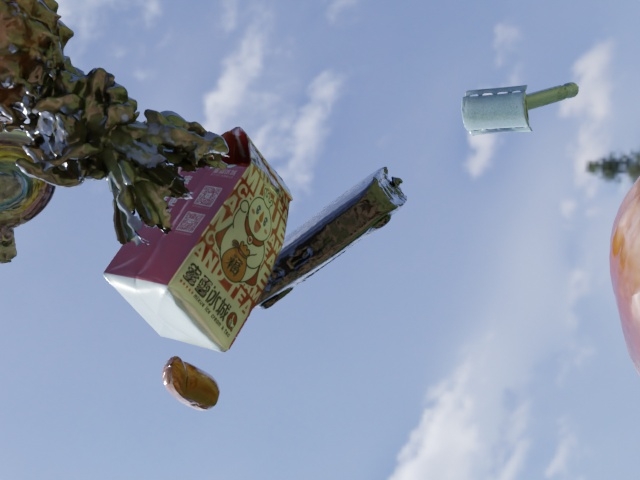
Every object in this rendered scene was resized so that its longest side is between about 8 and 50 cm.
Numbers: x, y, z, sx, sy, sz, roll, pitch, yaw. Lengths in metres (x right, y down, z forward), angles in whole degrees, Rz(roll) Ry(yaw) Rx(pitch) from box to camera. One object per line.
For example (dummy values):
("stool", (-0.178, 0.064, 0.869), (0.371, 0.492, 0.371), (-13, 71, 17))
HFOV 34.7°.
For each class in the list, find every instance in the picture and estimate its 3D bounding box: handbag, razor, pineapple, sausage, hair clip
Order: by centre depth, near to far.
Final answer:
("pineapple", (-0.241, -0.140, 0.842), (0.175, 0.361, 0.175), (-60, -8, -13))
("hair clip", (-0.318, -0.052, 1.013), (0.116, 0.049, 0.172), (-20, -41, -40))
("handbag", (-0.151, -0.007, 1.473), (0.298, 0.151, 0.171), (-59, -44, -27))
("razor", (0.321, -0.207, 1.530), (0.232, 0.106, 0.068), (-19, -75, -44))
("sausage", (-0.202, 0.223, 1.577), (0.183, 0.054, 0.062), (47, -151, -63))

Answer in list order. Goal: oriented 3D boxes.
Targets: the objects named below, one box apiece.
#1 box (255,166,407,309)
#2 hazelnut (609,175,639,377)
("box", (0.000, 0.000, 1.883), (0.091, 0.350, 0.359), (53, -169, -1))
("hazelnut", (0.468, 0.044, 1.116), (0.372, 0.315, 0.372), (-174, 90, -80))
